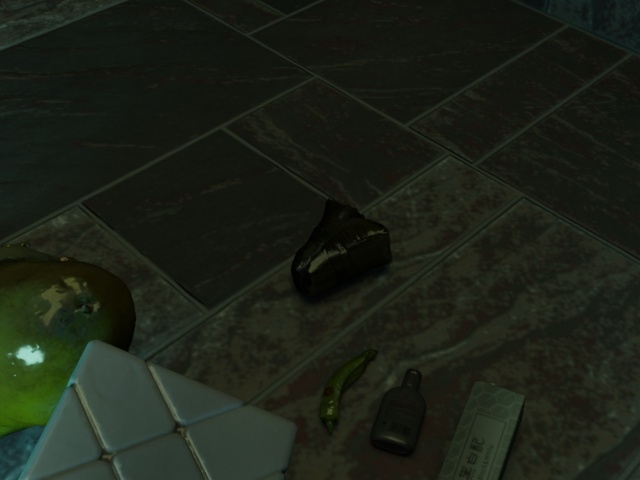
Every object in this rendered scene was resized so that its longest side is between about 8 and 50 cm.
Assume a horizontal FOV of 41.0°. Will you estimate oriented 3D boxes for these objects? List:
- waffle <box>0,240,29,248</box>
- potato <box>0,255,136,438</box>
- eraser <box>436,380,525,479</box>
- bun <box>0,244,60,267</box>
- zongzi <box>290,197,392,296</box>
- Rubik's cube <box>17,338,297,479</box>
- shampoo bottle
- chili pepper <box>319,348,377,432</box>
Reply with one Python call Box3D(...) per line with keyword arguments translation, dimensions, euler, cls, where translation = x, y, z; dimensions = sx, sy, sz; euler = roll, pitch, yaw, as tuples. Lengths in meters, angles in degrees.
Box3D(translation=(-0.667, 0.104, 1.669), dimensions=(0.254, 0.052, 0.245), euler=(-12, 49, -14), cls="waffle")
Box3D(translation=(-0.476, 0.152, 1.288), dimensions=(0.396, 0.296, 0.290), euler=(-12, 82, -27), cls="potato")
Box3D(translation=(0.228, 0.408, 1.361), dimensions=(0.096, 0.098, 0.404), euler=(16, 44, 19), cls="eraser")
Box3D(translation=(-0.548, 0.134, 1.525), dimensions=(0.259, 0.260, 0.152), euler=(-30, 20, -30), cls="bun")
Box3D(translation=(0.000, 0.000, 1.776), dimensions=(0.220, 0.112, 0.242), euler=(-25, 42, -25), cls="zongzi")
Box3D(translation=(-0.253, 0.383, 1.146), dimensions=(0.318, 0.316, 0.322), euler=(24, 42, -9), cls="Rubik's cube")
Box3D(translation=(0.145, 0.298, 1.513), dimensions=(0.079, 0.040, 0.165), euler=(13, 44, 12), cls="shampoo bottle")
Box3D(translation=(0.042, 0.257, 1.552), dimensions=(0.048, 0.043, 0.208), euler=(9, 42, 25), cls="chili pepper")
